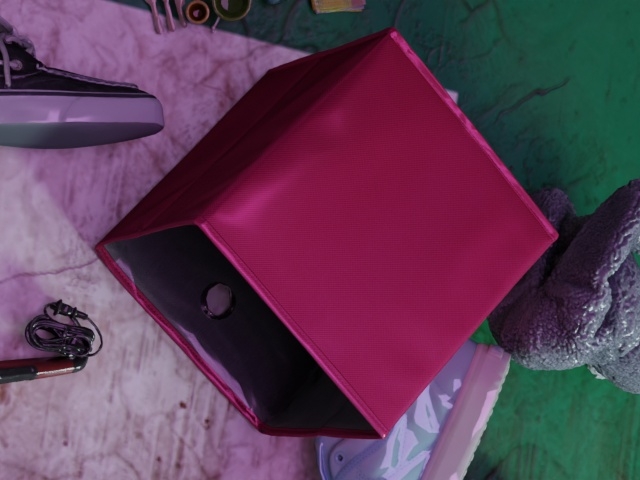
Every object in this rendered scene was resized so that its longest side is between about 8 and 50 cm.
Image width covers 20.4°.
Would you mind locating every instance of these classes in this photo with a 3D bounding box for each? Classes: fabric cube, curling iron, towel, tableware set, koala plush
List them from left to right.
[{"bbox_3d":[-0.323,0.107,1.563,0.274,0.035,0.068,-12,88,-27],"label":"curling iron"},{"bbox_3d":[-0.124,-0.274,1.666,0.104,0.024,0.154,-14,93,-3],"label":"tableware set"},{"bbox_3d":[0.000,0.000,1.607,0.254,0.259,0.258,49,67,-15],"label":"fabric cube"},{"bbox_3d":[0.012,-0.266,1.763,0.060,0.009,0.083,-11,91,-26],"label":"towel"},{"bbox_3d":[0.296,0.080,1.790,0.221,0.196,0.203,39,67,-29],"label":"koala plush"}]

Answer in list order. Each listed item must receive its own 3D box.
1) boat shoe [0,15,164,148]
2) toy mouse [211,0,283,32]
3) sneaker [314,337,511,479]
[{"bbox_3d":[-0.288,-0.140,1.554,0.306,0.113,0.105,1,81,-11],"label":"boat shoe"},{"bbox_3d":[-0.047,-0.289,1.716,0.143,0.031,0.161,-9,89,-21],"label":"toy mouse"},{"bbox_3d":[0.048,0.248,1.710,0.150,0.135,0.366,24,81,8],"label":"sneaker"}]
